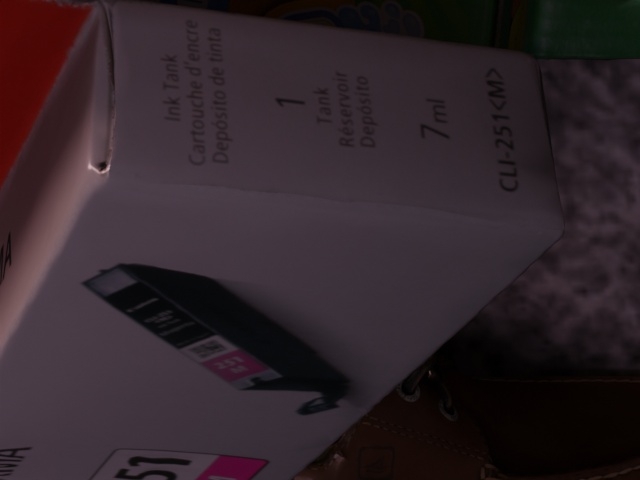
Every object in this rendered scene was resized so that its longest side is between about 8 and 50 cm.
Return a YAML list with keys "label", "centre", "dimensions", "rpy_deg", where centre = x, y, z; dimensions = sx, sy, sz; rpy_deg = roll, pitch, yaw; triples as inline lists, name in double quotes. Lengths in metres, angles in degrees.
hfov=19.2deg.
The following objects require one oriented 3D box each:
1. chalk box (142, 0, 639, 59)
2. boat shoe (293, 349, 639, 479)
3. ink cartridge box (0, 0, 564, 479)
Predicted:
- label: "chalk box"
  centre: [-0.006, -0.111, 0.655]
  dimensions: [0.288, 0.179, 0.180]
  rpy_deg: [8, 122, 10]
- label: "boat shoe"
  centre: [0.026, 0.089, 0.772]
  dimensions: [0.307, 0.111, 0.104]
  rpy_deg: [-10, 110, -11]
- label: "ink cartridge box"
  centre: [-0.096, 0.018, 0.565]
  dimensions: [0.238, 0.060, 0.275]
  rpy_deg: [5, 154, -21]
